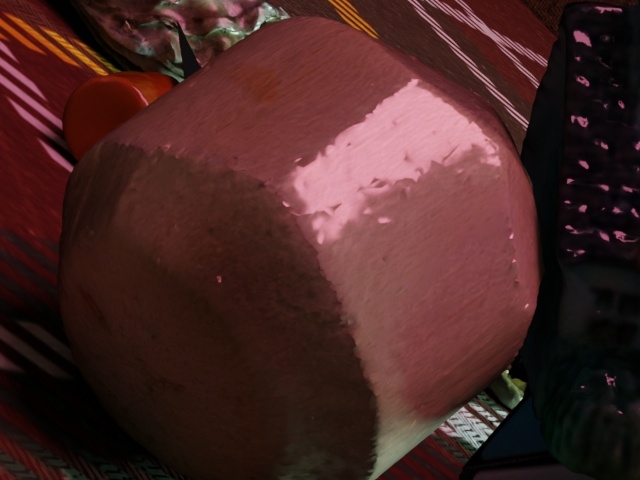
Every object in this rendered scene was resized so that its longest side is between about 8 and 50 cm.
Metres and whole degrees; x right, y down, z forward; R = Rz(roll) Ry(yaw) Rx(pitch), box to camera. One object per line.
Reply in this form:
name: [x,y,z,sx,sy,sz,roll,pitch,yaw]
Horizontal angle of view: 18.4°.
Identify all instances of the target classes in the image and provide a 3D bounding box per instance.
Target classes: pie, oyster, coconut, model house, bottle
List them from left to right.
bottle: [-0.122,-0.085,1.393,0.069,0.069,0.187,44,12,5]
oyster: [-0.107,-0.185,1.608,0.268,0.112,0.198,20,27,-47]
coconut: [0.000,0.000,1.062,0.266,0.237,0.237,-33,73,-36]
pie: [0.157,0.117,1.619,0.084,0.020,0.084,37,18,-15]
model house: [0.251,-0.013,1.063,0.261,0.241,0.226,3,24,-5]

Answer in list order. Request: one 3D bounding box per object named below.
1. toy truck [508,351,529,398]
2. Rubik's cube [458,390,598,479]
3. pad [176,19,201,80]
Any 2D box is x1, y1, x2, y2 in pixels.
toy truck: [0.196,0.092,1.521,0.136,0.111,0.286,10,8,-2]
Rubik's cube: [0.270,0.190,1.284,0.250,0.248,0.246,34,17,-25]
pad: [-0.064,-0.036,1.378,0.265,0.009,0.159,-104,171,-59]
